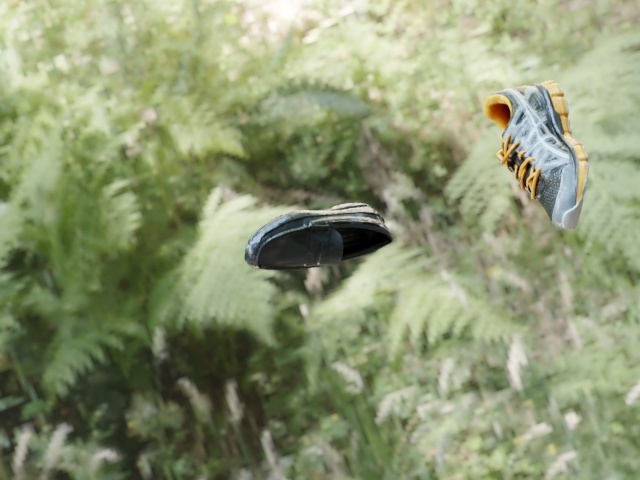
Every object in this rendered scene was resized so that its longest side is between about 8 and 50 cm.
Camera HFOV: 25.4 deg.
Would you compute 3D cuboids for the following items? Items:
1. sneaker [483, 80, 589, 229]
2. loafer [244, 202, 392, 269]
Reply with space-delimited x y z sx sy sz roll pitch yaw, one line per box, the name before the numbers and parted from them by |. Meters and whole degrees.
sneaker | 0.233 -0.089 1.525 0.083 0.215 0.084 -1 -48 -9
loafer | 0.000 0.000 1.912 0.223 0.076 0.078 -14 38 -35
